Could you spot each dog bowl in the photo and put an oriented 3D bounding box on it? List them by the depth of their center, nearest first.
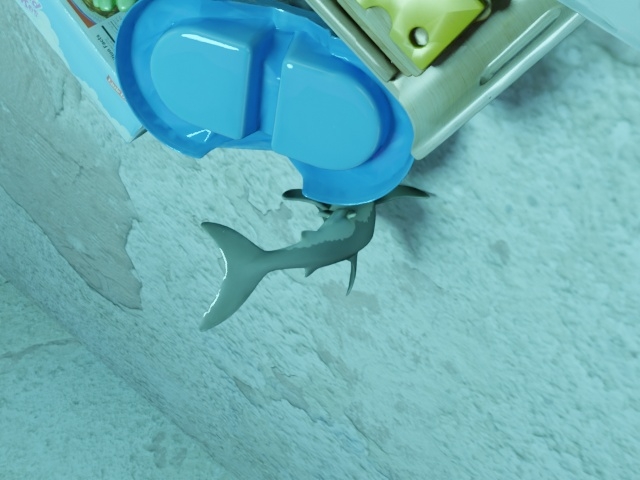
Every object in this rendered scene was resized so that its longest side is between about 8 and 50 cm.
[{"bbox_3d":[-0.044,-0.144,0.678,0.297,0.074,0.166,19,130,9],"label":"dog bowl"}]

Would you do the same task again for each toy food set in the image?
[{"bbox_3d":[0.035,-0.226,0.480,0.306,0.092,0.219,47,131,-2],"label":"toy food set"}]

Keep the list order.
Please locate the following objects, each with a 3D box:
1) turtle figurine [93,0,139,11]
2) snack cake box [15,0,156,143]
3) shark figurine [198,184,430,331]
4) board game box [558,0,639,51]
[{"bbox_3d":[-0.162,-0.315,0.597,0.274,0.198,0.266,35,153,32],"label":"turtle figurine"},{"bbox_3d":[-0.226,-0.259,0.783,0.264,0.152,0.089,53,149,-8],"label":"snack cake box"},{"bbox_3d":[0.007,0.012,0.721,0.166,0.278,0.116,10,116,20],"label":"shark figurine"},{"bbox_3d":[0.109,-0.289,0.242,0.390,0.050,0.390,34,147,5],"label":"board game box"}]
